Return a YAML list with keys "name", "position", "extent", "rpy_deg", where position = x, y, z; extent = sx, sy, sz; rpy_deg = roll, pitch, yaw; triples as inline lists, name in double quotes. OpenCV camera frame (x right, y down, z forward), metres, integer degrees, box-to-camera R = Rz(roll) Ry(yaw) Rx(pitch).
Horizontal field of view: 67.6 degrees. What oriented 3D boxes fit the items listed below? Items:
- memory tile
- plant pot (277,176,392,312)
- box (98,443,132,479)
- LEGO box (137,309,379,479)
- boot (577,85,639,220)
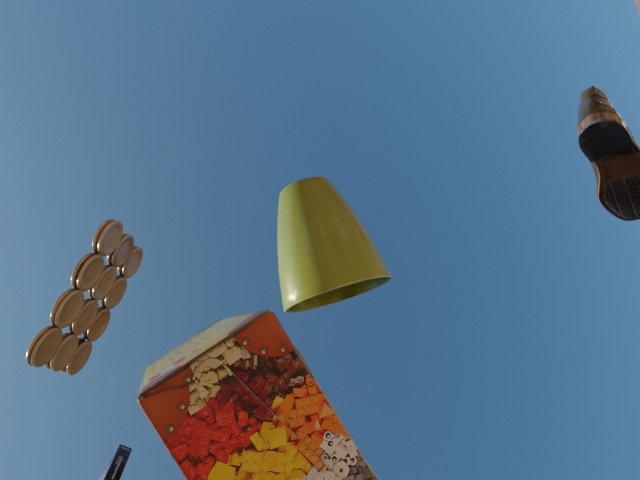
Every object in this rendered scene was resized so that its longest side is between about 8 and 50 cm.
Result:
- name: "memory tile"
  position: [-0.225, 0.057, 0.470]
  extent: [0.012, 0.113, 0.148]
  rpy_deg: [21, -110, 3]
- name: "plant pot"
  position: [0.000, 0.000, 1.198]
  extent: [0.275, 0.275, 0.293]
  rpy_deg: [-10, -106, -32]
- name: "box"
  position: [-0.380, 0.440, 0.820]
  extent: [0.029, 0.162, 0.116]
  rpy_deg: [31, -93, -9]
- name: "LEGO box"
  position: [-0.118, 0.330, 0.801]
  extent: [0.193, 0.500, 0.372]
  rpy_deg: [-32, -90, -21]
- name: "boot"
  position: [0.441, -0.129, 0.713]
  extent: [0.219, 0.082, 0.106]
  rpy_deg: [46, -137, -33]
